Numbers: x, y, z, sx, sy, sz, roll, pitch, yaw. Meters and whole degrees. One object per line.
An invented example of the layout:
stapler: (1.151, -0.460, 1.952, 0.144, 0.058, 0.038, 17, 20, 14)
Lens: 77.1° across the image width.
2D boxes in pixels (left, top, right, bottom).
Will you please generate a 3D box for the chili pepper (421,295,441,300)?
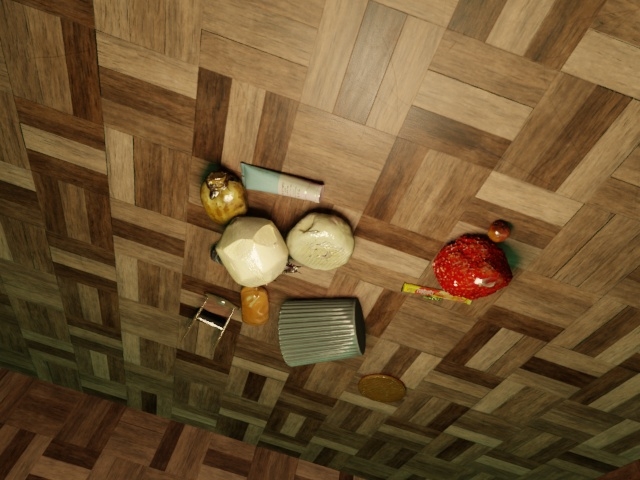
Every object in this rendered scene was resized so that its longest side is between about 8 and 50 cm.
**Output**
chili pepper: (0.475, 0.246, 1.716, 0.083, 0.022, 0.027, 10, 132, 10)

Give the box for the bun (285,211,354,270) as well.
bun: (0.005, 0.000, 1.528, 0.273, 0.168, 0.272, 4, 142, 3)

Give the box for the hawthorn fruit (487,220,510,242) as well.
hawthorn fruit: (0.631, -0.030, 1.422, 0.077, 0.077, 0.077, 6, 130, 8)

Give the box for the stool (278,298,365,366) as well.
stool: (0.016, 0.396, 1.777, 0.330, 0.297, 0.297, -8, 127, 15)

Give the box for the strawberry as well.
strawberry: (0.547, 0.119, 1.447, 0.261, 0.257, 0.261, 0, 136, 0)

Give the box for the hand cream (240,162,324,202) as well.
hand cream: (-0.144, -0.204, 1.468, 0.313, 0.070, 0.111, 16, 133, 10)

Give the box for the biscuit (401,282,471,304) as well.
biscuit: (0.488, 0.222, 1.688, 0.292, 0.026, 0.048, 10, 127, 6)

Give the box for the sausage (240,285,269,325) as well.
sausage: (-0.308, 0.301, 1.874, 0.136, 0.120, 0.241, -2, 130, -4)

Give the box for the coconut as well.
coconut: (-0.250, 0.028, 1.463, 0.245, 0.245, 0.247, -17, 113, 24)

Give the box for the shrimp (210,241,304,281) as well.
shrimp: (-0.268, 0.086, 1.669, 0.411, 0.166, 0.221, 6, 103, 1)

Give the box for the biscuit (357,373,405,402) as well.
biscuit: (0.336, 0.809, 2.205, 0.262, 0.037, 0.261, 6, 131, 8)

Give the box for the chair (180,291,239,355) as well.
chair: (-0.542, 0.395, 1.990, 0.188, 0.166, 0.272, 29, 87, -10)

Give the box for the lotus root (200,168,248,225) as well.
lotus root: (-0.355, -0.144, 1.502, 0.170, 0.141, 0.314, 8, 140, 10)
